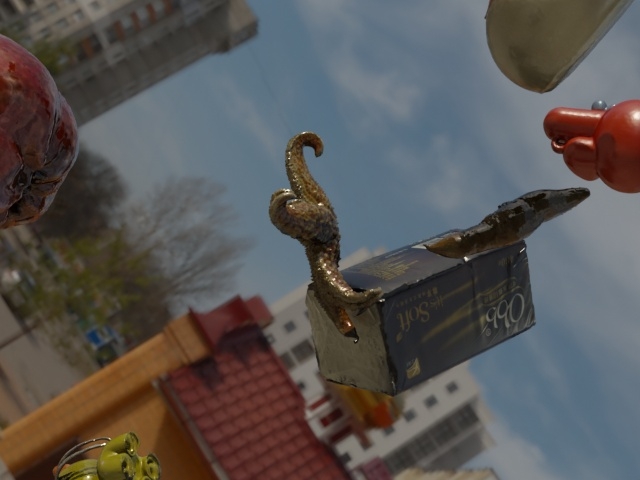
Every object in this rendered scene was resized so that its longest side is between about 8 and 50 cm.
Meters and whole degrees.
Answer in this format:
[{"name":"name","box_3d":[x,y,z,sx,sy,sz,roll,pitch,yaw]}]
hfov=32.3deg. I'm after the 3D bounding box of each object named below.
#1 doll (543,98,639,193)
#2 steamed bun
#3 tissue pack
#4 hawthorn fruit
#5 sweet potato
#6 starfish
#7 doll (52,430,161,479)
[{"name":"doll","box_3d":[0.495,-0.151,1.758,0.290,0.161,0.130,8,-24,20]},{"name":"steamed bun","box_3d":[0.346,-0.357,1.596,0.177,0.283,0.283,40,-13,5]},{"name":"tissue pack","box_3d":[0.179,0.109,1.914,0.210,0.370,0.198,1,-73,53]},{"name":"hawthorn fruit","box_3d":[-0.412,-0.113,1.227,0.284,0.284,0.284,55,-12,17]},{"name":"sweet potato","box_3d":[0.284,-0.026,1.672,0.067,0.274,0.067,159,-90,-77]},{"name":"starfish","box_3d":[0.003,-0.001,1.686,0.312,0.113,0.303,66,3,-53]},{"name":"doll","box_3d":[-0.361,0.388,1.725,0.135,0.221,0.143,53,25,-36]}]
